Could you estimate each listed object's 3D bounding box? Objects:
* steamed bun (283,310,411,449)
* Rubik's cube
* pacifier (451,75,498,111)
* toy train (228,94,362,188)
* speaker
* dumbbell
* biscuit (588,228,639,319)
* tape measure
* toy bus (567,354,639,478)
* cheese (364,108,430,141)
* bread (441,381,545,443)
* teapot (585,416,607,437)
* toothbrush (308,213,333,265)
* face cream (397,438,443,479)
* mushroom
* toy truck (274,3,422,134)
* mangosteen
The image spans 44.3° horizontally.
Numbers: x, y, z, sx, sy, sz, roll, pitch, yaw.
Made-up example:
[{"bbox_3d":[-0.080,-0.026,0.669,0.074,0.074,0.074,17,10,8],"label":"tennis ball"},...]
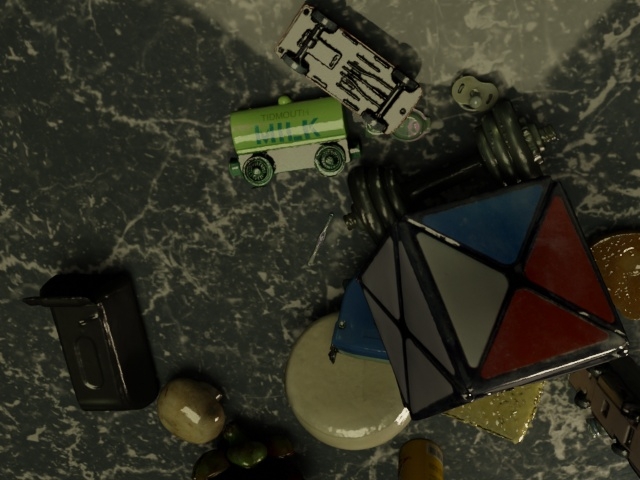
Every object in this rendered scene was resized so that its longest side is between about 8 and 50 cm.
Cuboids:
[{"bbox_3d":[0.071,0.288,1.614,0.283,0.282,0.177,-4,157,10],"label":"steamed bun"},{"bbox_3d":[0.271,0.108,1.309,0.305,0.310,0.306,-15,74,-16],"label":"Rubik's cube"},{"bbox_3d":[0.271,-0.251,1.391,0.083,0.064,0.068,21,127,-3],"label":"pacifier"},{"bbox_3d":[-0.055,-0.190,1.454,0.253,0.105,0.157,-8,104,10],"label":"toy train"},{"bbox_3d":[-0.488,0.234,1.688,0.180,0.184,0.388,-3,119,9],"label":"speaker"},{"bbox_3d":[0.225,-0.110,1.410,0.406,0.179,0.179,-24,113,18],"label":"dumbbell"},{"bbox_3d":[0.599,0.056,1.522,0.208,0.049,0.181,25,119,-7],"label":"biscuit"},{"bbox_3d":[0.202,0.156,1.490,0.351,0.215,0.098,9,159,15],"label":"tape measure"},{"bbox_3d":[0.601,0.322,1.523,0.138,0.317,0.112,2,117,-10],"label":"toy bus"},{"bbox_3d":[0.142,-0.214,1.450,0.121,0.026,0.067,3,118,6],"label":"cheese"},{"bbox_3d":[0.335,0.238,1.650,0.248,0.279,0.315,24,76,-6],"label":"bread"},{"bbox_3d":[0.624,0.395,1.711,0.083,0.063,0.049,-23,81,21],"label":"teapot"},{"bbox_3d":[0.000,0.000,1.594,0.011,0.013,0.131,24,122,0],"label":"toothbrush"},{"bbox_3d":[0.214,0.583,1.688,0.105,0.348,0.105,3,119,6],"label":"face cream"},{"bbox_3d":[-0.290,0.381,1.779,0.166,0.127,0.166,18,130,23],"label":"mushroom"},{"bbox_3d":[0.051,-0.298,1.365,0.253,0.114,0.107,34,106,-10],"label":"toy truck"},{"bbox_3d":[-0.174,0.591,1.803,0.300,0.300,0.300,3,119,6],"label":"mangosteen"}]
